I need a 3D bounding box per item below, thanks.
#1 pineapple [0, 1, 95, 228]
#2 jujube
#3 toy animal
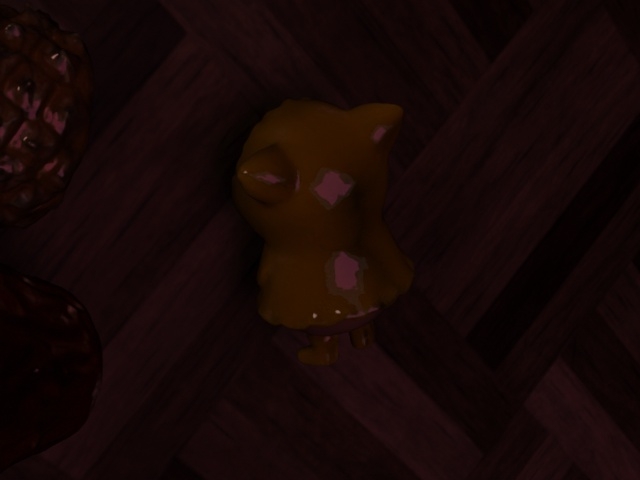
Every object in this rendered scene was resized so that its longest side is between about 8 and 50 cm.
[{"bbox_3d":[-0.316,-0.099,0.848,0.340,0.169,0.169,9,102,-33],"label":"pineapple"},{"bbox_3d":[-0.287,0.082,0.915,0.290,0.197,0.197,7,103,-45],"label":"jujube"},{"bbox_3d":[0.004,-0.002,1.130,0.156,0.156,0.230,-27,125,-26],"label":"toy animal"}]
